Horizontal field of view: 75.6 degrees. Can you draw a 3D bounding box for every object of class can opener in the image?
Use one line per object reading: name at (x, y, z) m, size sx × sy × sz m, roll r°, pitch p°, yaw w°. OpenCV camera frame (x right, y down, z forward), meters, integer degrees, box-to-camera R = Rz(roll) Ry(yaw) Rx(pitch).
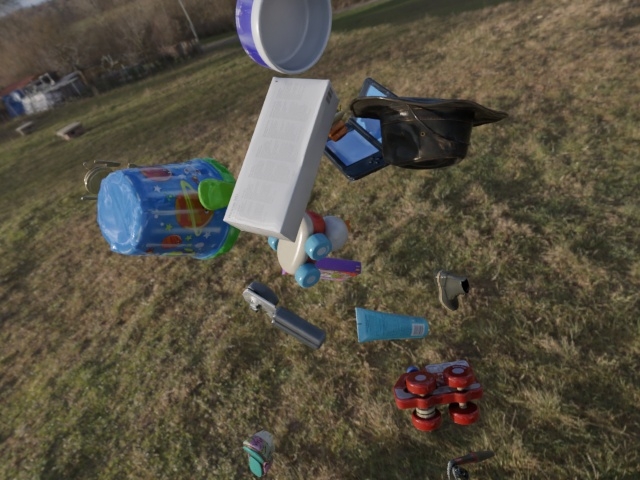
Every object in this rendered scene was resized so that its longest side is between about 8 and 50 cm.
can opener at (-0.104, 0.214, 1.234) m, size 0.284 × 0.075 × 0.095 m, roll 29°, pitch 53°, yaw 8°

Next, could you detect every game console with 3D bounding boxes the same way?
game console at (0.130, -0.374, 1.366) m, size 0.250 × 0.173 × 0.293 m, roll -26°, pitch 47°, yaw -11°

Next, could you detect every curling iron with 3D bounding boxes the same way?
curling iron at (0.426, 0.627, 1.160) m, size 0.035 × 0.274 × 0.068 m, roll -15°, pitch 72°, yaw 39°

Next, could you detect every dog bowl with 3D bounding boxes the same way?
dog bowl at (-0.096, -0.603, 1.131) m, size 0.104 × 0.264 × 0.265 m, roll 31°, pitch 63°, yaw 35°

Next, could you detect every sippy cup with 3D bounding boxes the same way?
sippy cup at (-0.325, -0.062, 0.870) m, size 0.240 × 0.224 × 0.305 m, roll 50°, pitch 120°, yaw 20°

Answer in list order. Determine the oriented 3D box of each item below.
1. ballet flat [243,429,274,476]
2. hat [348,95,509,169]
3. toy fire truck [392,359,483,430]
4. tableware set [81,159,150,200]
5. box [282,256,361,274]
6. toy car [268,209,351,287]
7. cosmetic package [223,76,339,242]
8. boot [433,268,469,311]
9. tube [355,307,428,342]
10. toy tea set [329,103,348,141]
ballet flat at (-0.155, 0.552, 1.087) m, size 0.077 × 0.221 × 0.079 m, roll 26°, pitch 50°, yaw 21°
hat at (0.221, -0.221, 0.898) m, size 0.332 × 0.133 × 0.331 m, roll 5°, pitch 10°, yaw -1°
toy fire truck at (0.408, 0.514, 1.456) m, size 0.303 × 0.169 × 0.254 m, roll -10°, pitch 7°, yaw 4°
tableware set at (-0.602, -0.179, 1.207) m, size 0.039 × 0.194 × 0.128 m, roll 36°, pitch 109°, yaw 19°
box at (0.003, 0.121, 1.800) m, size 0.201 × 0.294 × 0.057 m, roll 146°, pitch 129°, yaw -64°
toy car at (0.000, 0.000, 1.279) m, size 0.238 × 0.210 × 0.219 m, roll -6°, pitch 40°, yaw -36°
cosmetic package at (-0.054, -0.124, 0.620) m, size 0.099 × 0.060 × 0.238 m, roll 14°, pitch 80°, yaw 21°
boot at (0.519, 0.206, 1.571) m, size 0.077 × 0.197 × 0.137 m, roll -42°, pitch 27°, yaw -20°
tube at (0.172, 0.208, 1.002) m, size 0.052 × 0.207 × 0.080 m, roll -38°, pitch 51°, yaw 47°
toy tea set at (-0.022, -0.355, 1.272) m, size 0.200 × 0.124 × 0.336 m, roll -37°, pitch 0°, yaw 11°
